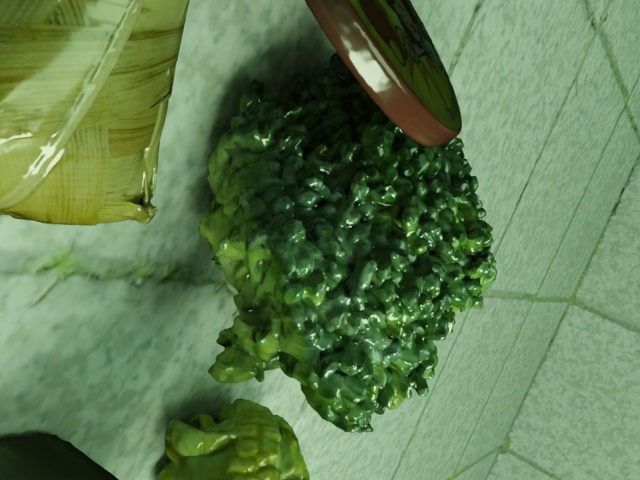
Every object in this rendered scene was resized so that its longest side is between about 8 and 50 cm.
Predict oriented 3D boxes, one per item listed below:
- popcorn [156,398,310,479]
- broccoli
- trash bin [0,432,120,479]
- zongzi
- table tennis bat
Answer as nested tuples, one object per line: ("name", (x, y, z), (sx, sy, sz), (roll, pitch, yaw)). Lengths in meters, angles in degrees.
("popcorn", (-0.075, 0.214, 0.637), (0.141, 0.136, 0.162), (-61, 151, -20))
("broccoli", (0.000, 0.000, 0.567), (0.245, 0.248, 0.288), (-39, -175, 42))
("trash bin", (-0.124, 0.266, 0.421), (0.252, 0.302, 0.203), (-61, 151, -10))
("zongzi", (-0.147, -0.093, 0.302), (0.197, 0.099, 0.194), (-3, 116, -51))
("table tennis bat", (0.004, -0.174, 0.439), (0.038, 0.200, 0.310), (-28, 137, 22))
